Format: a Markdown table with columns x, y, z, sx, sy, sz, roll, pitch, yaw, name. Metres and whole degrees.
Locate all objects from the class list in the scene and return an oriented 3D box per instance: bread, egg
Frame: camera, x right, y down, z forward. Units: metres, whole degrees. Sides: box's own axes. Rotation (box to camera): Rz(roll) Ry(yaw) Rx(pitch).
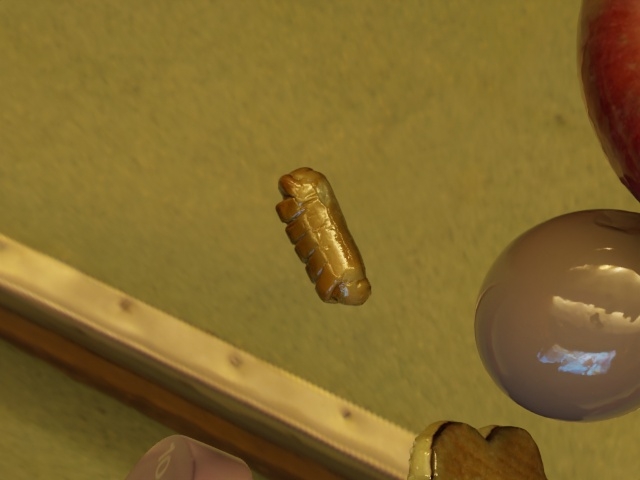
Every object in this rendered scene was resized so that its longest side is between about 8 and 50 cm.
| x | y | z | sx | sy | sz | roll | pitch | yaw | name |
| --- | --- | --- | --- | --- | --- | --- | --- | --- | --- |
| 0.000 | 0.000 | 1.046 | 0.033 | 0.049 | 0.088 | -23 | 81 | -7 | bread |
| 0.227 | 0.060 | 1.518 | 0.176 | 0.232 | 0.176 | 7 | 69 | -20 | egg |
| 0.152 | 0.262 | 1.630 | 0.056 | 0.286 | 0.207 | -14 | 48 | 38 | bread |

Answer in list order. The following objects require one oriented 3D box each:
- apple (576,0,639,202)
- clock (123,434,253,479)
| x | y | z | sx | sy | sz | roll | pitch | yaw | name |
| --- | --- | --- | --- | --- | --- | --- | --- | --- | --- |
| 0.361 | -0.135 | 1.388 | 0.345 | 0.269 | 0.345 | -9 | 74 | 33 | apple |
| -0.078 | 0.192 | 0.787 | 0.064 | 0.172 | 0.198 | 25 | 49 | -17 | clock |
